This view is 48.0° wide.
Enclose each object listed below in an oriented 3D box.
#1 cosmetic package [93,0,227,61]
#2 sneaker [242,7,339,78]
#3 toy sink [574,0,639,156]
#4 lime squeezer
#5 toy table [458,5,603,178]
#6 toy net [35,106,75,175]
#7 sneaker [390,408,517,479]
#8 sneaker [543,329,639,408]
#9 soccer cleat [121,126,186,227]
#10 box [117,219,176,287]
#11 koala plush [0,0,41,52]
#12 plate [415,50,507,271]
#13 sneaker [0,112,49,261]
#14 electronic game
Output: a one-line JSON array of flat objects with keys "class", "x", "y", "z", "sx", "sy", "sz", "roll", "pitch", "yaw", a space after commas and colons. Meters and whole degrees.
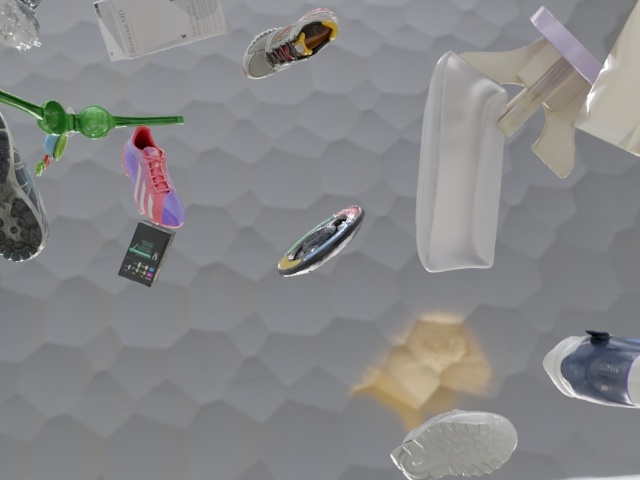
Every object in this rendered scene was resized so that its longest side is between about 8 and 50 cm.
[{"class": "cosmetic package", "x": -0.308, "y": -0.433, "z": 1.402, "sx": 0.086, "sy": 0.231, "sz": 0.117, "roll": 10, "pitch": 121, "yaw": 48}, {"class": "sneaker", "x": -0.063, "y": -0.408, "z": 1.495, "sx": 0.088, "sy": 0.225, "sz": 0.092, "roll": 56, "pitch": -172, "yaw": -28}, {"class": "toy sink", "x": 0.363, "y": -0.171, "z": 0.634, "sx": 0.131, "sy": 0.153, "sz": 0.234, "roll": -106, "pitch": 36, "yaw": -69}, {"class": "lime squeezer", "x": -0.379, "y": -0.204, "z": 1.150, "sx": 0.110, "sy": 0.310, "sz": 0.058, "roll": -33, "pitch": 65, "yaw": 43}, {"class": "toy table", "x": 0.345, "y": -0.238, "z": 1.108, "sx": 0.252, "sy": 0.161, "sz": 0.274, "roll": 50, "pitch": -156, "yaw": 11}, {"class": "toy net", "x": -0.612, "y": -0.237, "z": 1.706, "sx": 0.232, "sy": 0.045, "sz": 0.122, "roll": -90, "pitch": 21, "yaw": -60}, {"class": "sneaker", "x": 0.190, "y": 0.268, "z": 0.992, "sx": 0.090, "sy": 0.095, "sz": 0.235, "roll": 55, "pitch": 144, "yaw": 2}, {"class": "sneaker", "x": 0.531, "y": 0.214, "z": 1.207, "sx": 0.236, "sy": 0.323, "sz": 0.130, "roll": 3, "pitch": 88, "yaw": 58}, {"class": "soccer cleat", "x": -0.320, "y": -0.122, "z": 1.380, "sx": 0.248, "sy": 0.083, "sz": 0.095, "roll": 54, "pitch": 132, "yaw": 39}, {"class": "box", "x": -0.249, "y": 0.018, "z": 1.038, "sx": 0.062, "sy": 0.052, "sz": 0.083, "roll": -144, "pitch": 76, "yaw": -83}, {"class": "koala plush", "x": -0.325, "y": -0.254, "z": 0.589, "sx": 0.203, "sy": 0.221, "sz": 0.196, "roll": -39, "pitch": 41, "yaw": 33}, {"class": "plate", "x": 0.195, "y": -0.098, "z": 1.006, "sx": 0.278, "sy": 0.045, "sz": 0.277, "roll": 1, "pitch": -85, "yaw": -61}, {"class": "sneaker", "x": -0.540, "y": -0.102, "z": 1.212, "sx": 0.122, "sy": 0.110, "sz": 0.282, "roll": -141, "pitch": 34, "yaw": -83}, {"class": "electronic game", "x": 0.000, "y": 0.000, "z": 1.559, "sx": 0.048, "sy": 0.229, "sz": 0.229, "roll": 52, "pitch": -173, "yaw": -13}]
